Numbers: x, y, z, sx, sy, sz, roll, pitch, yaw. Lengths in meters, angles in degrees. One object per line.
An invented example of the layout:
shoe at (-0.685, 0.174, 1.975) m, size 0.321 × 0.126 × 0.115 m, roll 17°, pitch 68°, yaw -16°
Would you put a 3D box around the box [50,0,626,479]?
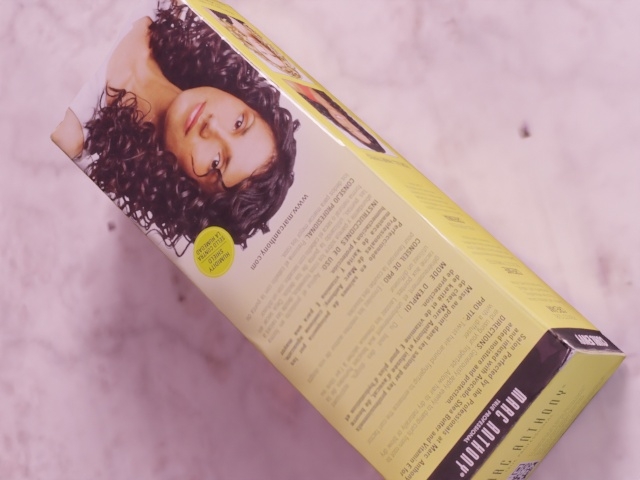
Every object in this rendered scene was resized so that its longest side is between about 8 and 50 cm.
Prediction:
box at (0.000, 0.000, 0.623) m, size 0.232 × 0.058 × 0.087 m, roll 42°, pitch 105°, yaw 25°
